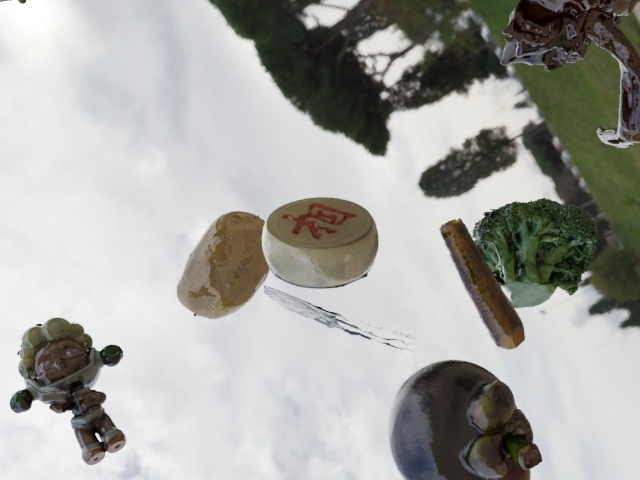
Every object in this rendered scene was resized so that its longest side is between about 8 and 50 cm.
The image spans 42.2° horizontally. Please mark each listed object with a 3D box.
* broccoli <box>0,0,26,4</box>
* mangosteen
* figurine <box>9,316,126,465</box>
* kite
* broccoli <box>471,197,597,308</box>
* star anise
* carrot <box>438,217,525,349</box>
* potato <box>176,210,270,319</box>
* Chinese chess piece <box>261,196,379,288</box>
[{"bbox_3d":[-0.516,-0.350,1.109,0.165,0.304,0.146,-16,-94,-63],"label":"broccoli"},{"bbox_3d":[0.133,0.176,0.743,0.137,0.151,0.137,1,-92,-37],"label":"mangosteen"},{"bbox_3d":[-0.305,0.178,1.017,0.197,0.147,0.093,46,152,37],"label":"figurine"},{"bbox_3d":[0.033,0.139,1.423,0.152,0.285,0.015,57,-129,-66],"label":"kite"},{"bbox_3d":[0.306,0.011,1.194,0.195,0.195,0.156,48,-139,-27],"label":"broccoli"},{"bbox_3d":[0.278,-0.218,0.798,0.148,0.237,0.346,33,154,37],"label":"star anise"},{"bbox_3d":[0.182,0.048,0.932,0.171,0.042,0.042,60,-158,-14],"label":"carrot"},{"bbox_3d":[-0.138,0.038,1.238,0.109,0.178,0.118,30,-171,-45],"label":"potato"},{"bbox_3d":[0.000,0.000,0.859,0.122,0.122,0.051,-76,-12,-59],"label":"Chinese chess piece"}]
